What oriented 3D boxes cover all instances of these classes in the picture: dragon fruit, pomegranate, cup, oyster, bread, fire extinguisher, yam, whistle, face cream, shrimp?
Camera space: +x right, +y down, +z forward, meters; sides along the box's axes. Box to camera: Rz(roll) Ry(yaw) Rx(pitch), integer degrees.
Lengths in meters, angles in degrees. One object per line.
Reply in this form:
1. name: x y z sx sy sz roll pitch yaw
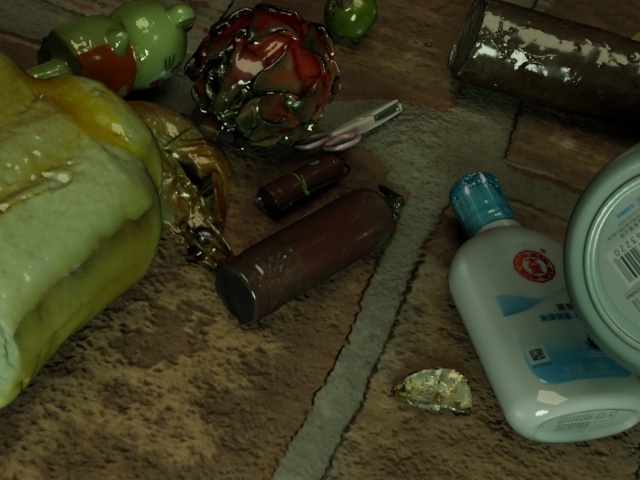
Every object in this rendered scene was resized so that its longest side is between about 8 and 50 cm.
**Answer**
1. dragon fruit: -0.066 -0.190 1.495 0.182 0.182 0.188 5 37 -8
2. pomegranate: 0.034 -0.302 1.695 0.084 0.073 0.073 7 38 -47
3. cup: 0.393 0.063 1.267 0.274 0.259 0.356 -5 83 -60
4. oyster: 0.112 0.154 1.307 0.083 0.019 0.054 3 47 -13
5. bread: -0.315 -0.024 1.252 0.300 0.210 0.341 34 47 5
6. fire extinguisher: 0.000 0.000 1.401 0.268 0.072 0.089 -30 27 -34
7. yam: 0.310 -0.226 1.654 0.280 0.131 0.131 16 45 1
8. fire extinguisher: -0.013 -0.071 1.483 0.132 0.039 0.056 -30 36 -34
9. whistle: -0.263 -0.206 1.503 0.288 0.131 0.106 -30 90 -33
10. face cream: 0.221 0.061 1.379 0.163 0.080 0.336 -2 47 -20
11. shrimp: -0.157 -0.065 1.435 0.145 0.061 0.267 -10 47 -34

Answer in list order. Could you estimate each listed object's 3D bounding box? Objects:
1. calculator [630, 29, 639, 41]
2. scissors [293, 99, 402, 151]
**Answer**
1. calculator: 0.537 -0.269 1.810 0.236 0.033 0.157 -25 57 -30
2. scissors: 0.046 -0.139 1.566 0.085 0.022 0.176 4 25 41
